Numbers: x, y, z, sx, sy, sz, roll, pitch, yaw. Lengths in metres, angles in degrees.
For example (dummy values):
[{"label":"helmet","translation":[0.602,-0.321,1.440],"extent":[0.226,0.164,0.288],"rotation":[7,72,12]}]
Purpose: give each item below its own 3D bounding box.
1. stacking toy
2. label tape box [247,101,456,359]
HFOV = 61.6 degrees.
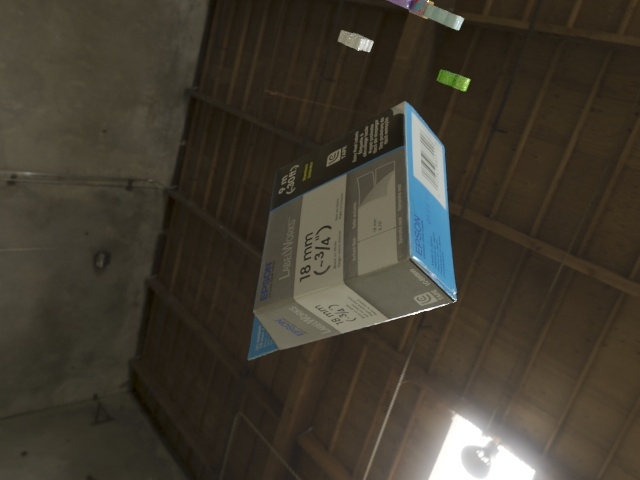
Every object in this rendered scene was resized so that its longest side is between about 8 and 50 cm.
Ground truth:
[{"label":"stacking toy","translation":[0.139,-0.322,0.739],"extent":[0.221,0.052,0.167],"rotation":[32,-63,24]},{"label":"label tape box","translation":[0.000,0.000,0.711],"extent":[0.333,0.106,0.241],"rotation":[-23,-134,33]}]
